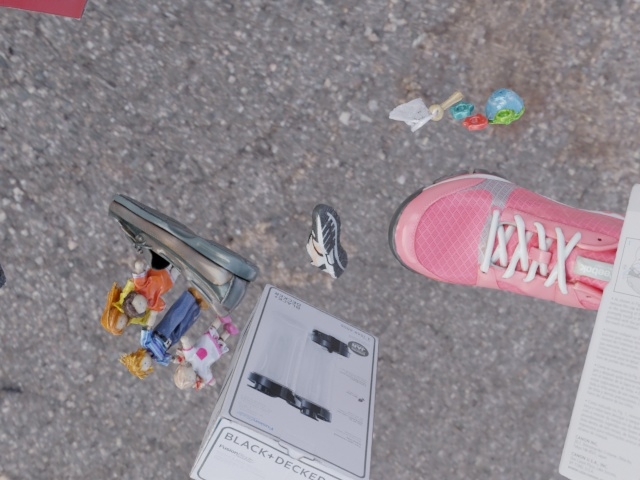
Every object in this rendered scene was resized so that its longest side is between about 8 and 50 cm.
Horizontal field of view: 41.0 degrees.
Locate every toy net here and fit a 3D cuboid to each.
[{"bbox_3d":[0.234,-0.212,1.492,0.122,0.232,0.045,-74,150,-45],"label":"toy net"}]

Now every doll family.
[{"bbox_3d":[-0.251,0.126,1.333,0.163,0.118,0.263,-51,132,-30],"label":"doll family"}]

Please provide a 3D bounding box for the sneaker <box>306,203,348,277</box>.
[{"bbox_3d":[0.000,0.000,0.973,0.040,0.044,0.109,-51,148,-33],"label":"sneaker"}]

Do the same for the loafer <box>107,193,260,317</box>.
[{"bbox_3d":[-0.205,0.016,1.165,0.096,0.267,0.084,28,89,-59],"label":"loafer"}]

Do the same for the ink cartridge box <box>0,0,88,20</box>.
[{"bbox_3d":[-0.386,-0.361,1.037,0.272,0.309,0.130,27,103,3],"label":"ink cartridge box"}]

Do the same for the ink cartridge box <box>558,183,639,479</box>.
[{"bbox_3d":[0.275,0.084,0.582,0.056,0.181,0.224,18,87,-41],"label":"ink cartridge box"}]

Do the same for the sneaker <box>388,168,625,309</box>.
[{"bbox_3d":[0.224,0.004,0.824,0.314,0.136,0.116,8,99,-16],"label":"sneaker"}]

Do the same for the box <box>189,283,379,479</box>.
[{"bbox_3d":[-0.029,0.181,0.975,0.169,0.290,0.087,26,114,-7],"label":"box"}]

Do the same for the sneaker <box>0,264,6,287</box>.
[{"bbox_3d":[-0.331,0.051,0.755,0.058,0.135,0.052,-27,97,11],"label":"sneaker"}]
